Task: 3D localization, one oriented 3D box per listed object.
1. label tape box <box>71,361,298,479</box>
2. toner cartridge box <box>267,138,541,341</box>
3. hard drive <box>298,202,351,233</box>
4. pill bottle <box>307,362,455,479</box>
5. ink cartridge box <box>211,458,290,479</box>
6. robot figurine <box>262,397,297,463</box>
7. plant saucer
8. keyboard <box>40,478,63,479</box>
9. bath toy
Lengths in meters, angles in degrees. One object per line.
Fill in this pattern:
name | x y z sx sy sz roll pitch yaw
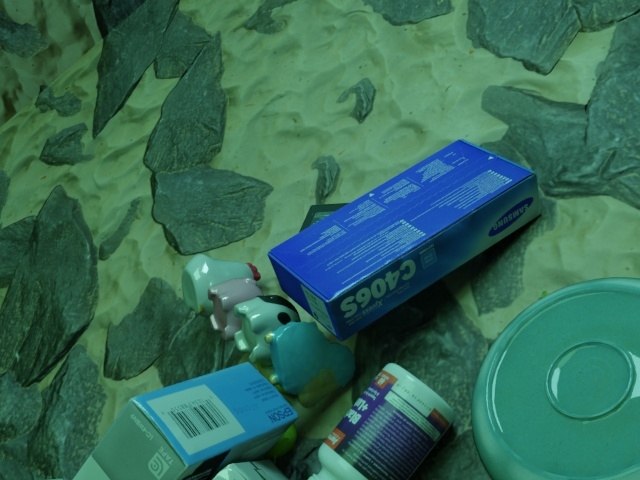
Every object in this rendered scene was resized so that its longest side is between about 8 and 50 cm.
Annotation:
label tape box | -0.214 0.326 1.120 0.115 0.249 0.347 43 110 19
toner cartridge box | 0.117 -0.011 1.231 0.348 0.075 0.165 -30 37 -17
hard drive | 0.000 0.000 1.445 0.094 0.022 0.135 -1 53 38
pill bottle | 0.066 0.255 1.088 0.193 0.108 0.108 -50 40 -10
ink cartridge box | -0.109 0.346 1.055 0.160 0.219 0.092 -45 76 -3
robot figurine | -0.074 0.254 1.237 0.101 0.067 0.115 -64 36 17
plant saucer | 0.312 0.166 1.022 0.318 0.043 0.317 -22 43 23
keyboard | -0.468 0.493 1.388 0.072 0.014 0.256 -9 49 27
bath toy | -0.090 0.119 1.332 0.129 0.151 0.348 -14 26 -28
